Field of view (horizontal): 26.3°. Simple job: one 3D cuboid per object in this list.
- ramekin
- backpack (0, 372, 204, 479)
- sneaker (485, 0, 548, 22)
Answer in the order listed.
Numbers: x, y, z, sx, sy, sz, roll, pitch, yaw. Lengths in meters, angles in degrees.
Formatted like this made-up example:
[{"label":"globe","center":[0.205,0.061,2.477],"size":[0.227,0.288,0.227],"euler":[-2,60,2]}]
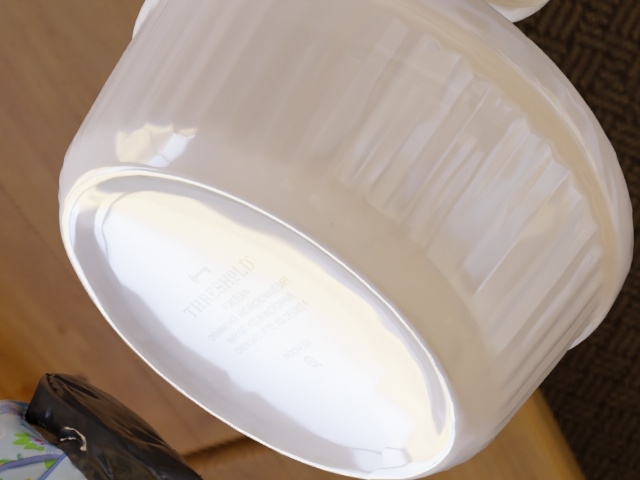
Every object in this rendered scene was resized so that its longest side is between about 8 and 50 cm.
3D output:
[{"label":"ramekin","center":[0.000,0.000,0.648],"size":[0.273,0.127,0.273],"euler":[24,148,16]},{"label":"backpack","center":[-0.300,0.288,1.195],"size":[0.273,0.290,0.355],"euler":[34,86,-20]},{"label":"sneaker","center":[0.020,-0.274,1.008],"size":[0.366,0.135,0.150],"euler":[41,166,8]}]
